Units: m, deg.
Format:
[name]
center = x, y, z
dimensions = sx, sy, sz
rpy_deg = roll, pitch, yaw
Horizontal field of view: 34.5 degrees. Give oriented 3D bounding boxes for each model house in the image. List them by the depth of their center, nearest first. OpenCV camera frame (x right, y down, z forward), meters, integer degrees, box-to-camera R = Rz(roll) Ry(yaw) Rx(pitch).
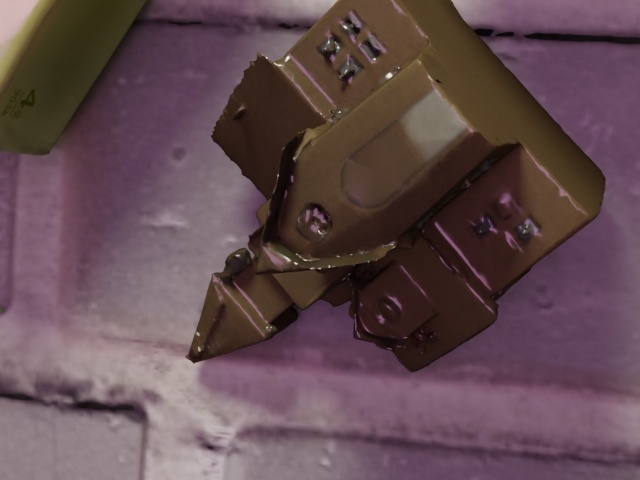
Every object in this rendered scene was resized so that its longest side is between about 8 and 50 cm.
[model house]
center = 0.000, 0.000, 0.553
dimensions = 0.248, 0.176, 0.181
rpy_deg = -44, 85, 23

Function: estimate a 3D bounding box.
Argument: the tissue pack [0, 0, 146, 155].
[tissue pack]
center = -0.171, -0.188, 0.580
dimensions = 0.159, 0.125, 0.234
rpy_deg = 35, 97, 8
